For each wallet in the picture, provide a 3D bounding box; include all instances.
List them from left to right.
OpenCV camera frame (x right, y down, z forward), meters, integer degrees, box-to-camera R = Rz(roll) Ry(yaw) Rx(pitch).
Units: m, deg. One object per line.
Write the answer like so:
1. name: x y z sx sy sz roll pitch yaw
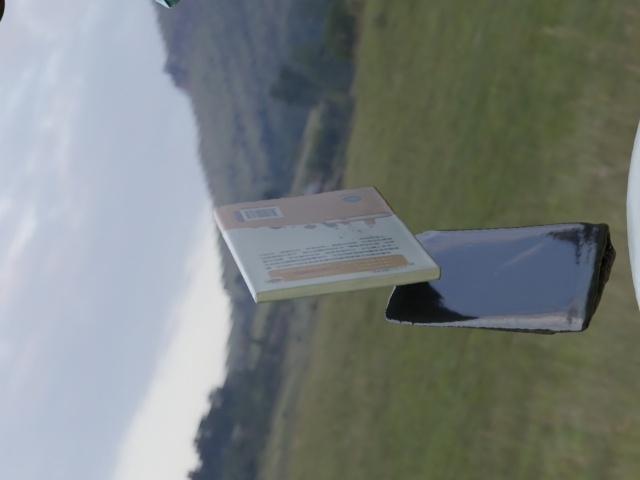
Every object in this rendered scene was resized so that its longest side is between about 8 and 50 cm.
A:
1. wallet: 0.205 0.045 1.904 0.168 0.245 0.052 -65 -34 -44

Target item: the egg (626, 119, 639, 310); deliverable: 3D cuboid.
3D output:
1. egg: 0.327 -0.027 1.015 0.283 0.283 0.345 97 -166 -73

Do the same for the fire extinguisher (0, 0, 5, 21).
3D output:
1. fire extinguisher: -0.485 -0.321 2.092 0.105 0.341 0.141 -30 -61 -30

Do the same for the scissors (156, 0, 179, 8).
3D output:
1. scissors: -0.320 -0.411 2.109 0.032 0.393 0.180 -51 -17 -9

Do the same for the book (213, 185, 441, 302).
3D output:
1. book: 0.000 0.000 1.918 0.295 0.208 0.020 -122 27 -67
